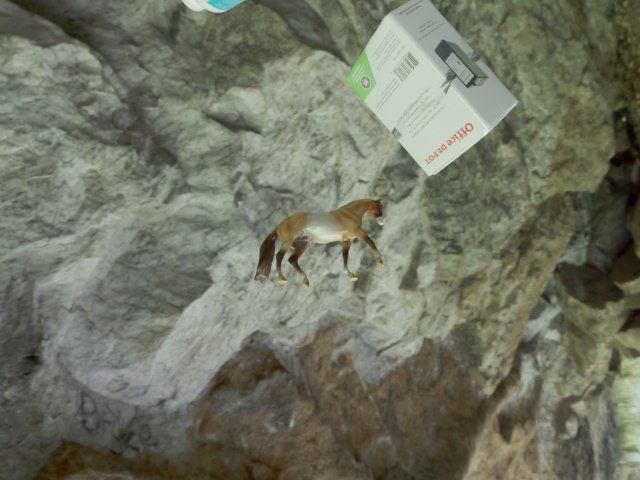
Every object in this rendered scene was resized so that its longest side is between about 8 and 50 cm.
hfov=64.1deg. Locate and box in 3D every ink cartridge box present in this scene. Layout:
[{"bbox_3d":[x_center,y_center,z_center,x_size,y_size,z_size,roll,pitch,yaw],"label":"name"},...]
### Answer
[{"bbox_3d":[0.206,-0.291,0.992,0.115,0.198,0.273,-41,-90,-28],"label":"ink cartridge box"}]

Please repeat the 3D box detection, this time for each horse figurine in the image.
[{"bbox_3d":[0.000,0.000,0.926,0.066,0.264,0.174,77,-177,-54],"label":"horse figurine"}]

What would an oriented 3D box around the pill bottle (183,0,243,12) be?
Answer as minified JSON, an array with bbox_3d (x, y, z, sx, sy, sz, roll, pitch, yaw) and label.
[{"bbox_3d":[-0.205,-0.607,1.144,0.146,0.264,0.146,11,-105,-50],"label":"pill bottle"}]
